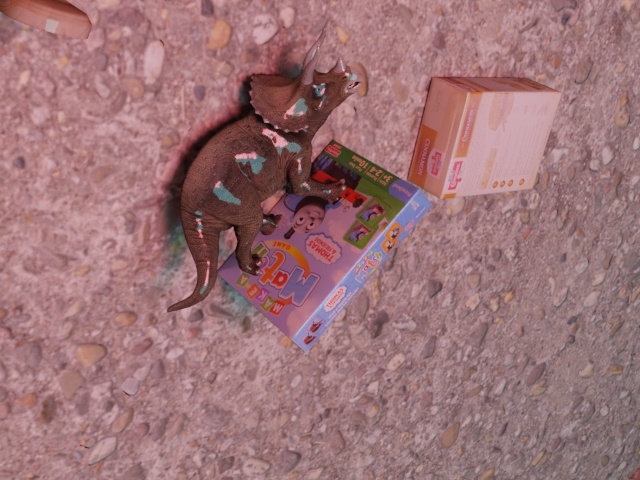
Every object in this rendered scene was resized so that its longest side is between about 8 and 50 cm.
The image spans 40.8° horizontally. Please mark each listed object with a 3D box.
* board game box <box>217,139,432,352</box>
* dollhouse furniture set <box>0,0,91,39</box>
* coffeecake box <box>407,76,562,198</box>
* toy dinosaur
[{"bbox_3d":[0.000,0.000,0.969,0.211,0.160,0.039,-50,136,-5],"label":"board game box"},{"bbox_3d":[-0.245,-0.331,0.483,0.394,0.256,0.362,7,111,-43],"label":"dollhouse furniture set"},{"bbox_3d":[0.217,-0.138,1.136,0.185,0.068,0.142,-8,120,-38],"label":"coffeecake box"},{"bbox_3d":[-0.079,-0.067,0.917,0.313,0.121,0.160,-44,124,-4],"label":"toy dinosaur"}]
